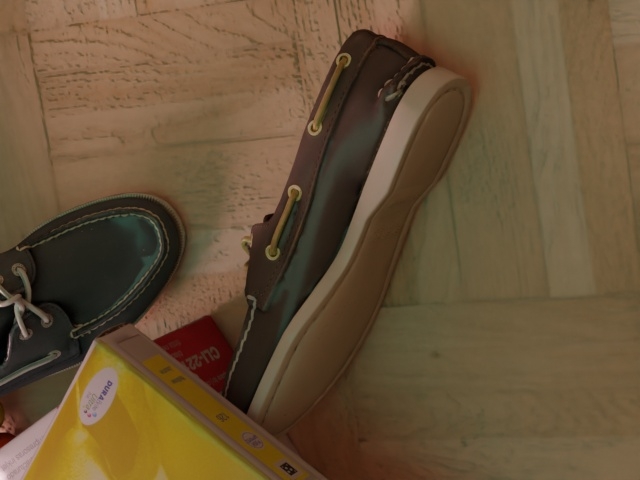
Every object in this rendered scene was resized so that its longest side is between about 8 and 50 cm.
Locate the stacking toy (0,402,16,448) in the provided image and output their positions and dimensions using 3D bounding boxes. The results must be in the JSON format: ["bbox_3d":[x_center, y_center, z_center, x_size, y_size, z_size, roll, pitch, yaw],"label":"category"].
[{"bbox_3d":[-0.332,0.148,1.658,0.141,0.141,0.330,-35,88,29],"label":"stacking toy"}]

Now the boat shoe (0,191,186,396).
[{"bbox_3d":[-0.248,0.069,1.549,0.319,0.099,0.116,-30,94,2],"label":"boat shoe"}]

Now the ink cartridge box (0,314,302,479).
[{"bbox_3d":[-0.108,0.231,1.562,0.197,0.114,0.273,-37,84,28],"label":"ink cartridge box"}]

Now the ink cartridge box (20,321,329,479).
[{"bbox_3d":[-0.105,0.271,1.466,0.307,0.072,0.303,38,115,17],"label":"ink cartridge box"}]

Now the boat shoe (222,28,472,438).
[{"bbox_3d":[0.000,0.000,1.460,0.097,0.116,0.324,33,110,23],"label":"boat shoe"}]
